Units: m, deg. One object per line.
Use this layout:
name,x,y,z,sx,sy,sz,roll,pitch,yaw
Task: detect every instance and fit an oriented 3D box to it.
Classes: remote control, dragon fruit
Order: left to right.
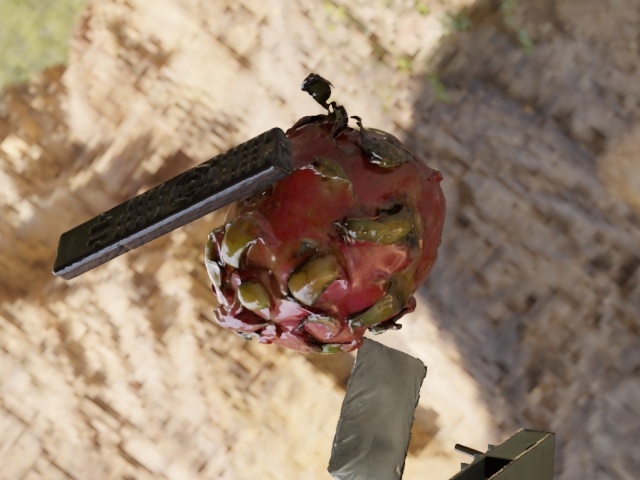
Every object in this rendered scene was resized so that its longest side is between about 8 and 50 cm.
remote control,-0.134,-0.032,1.475,0.025,0.245,0.063,51,-156,-35
dragon fruit,0.000,0.000,1.899,0.250,0.269,0.291,41,-127,18

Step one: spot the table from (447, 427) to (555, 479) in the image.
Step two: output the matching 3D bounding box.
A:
table,0.160,0.286,1.782,0.111,0.122,0.240,6,-170,26

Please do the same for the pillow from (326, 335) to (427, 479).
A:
pillow,0.086,0.261,2.452,0.128,0.229,0.051,26,155,-24
